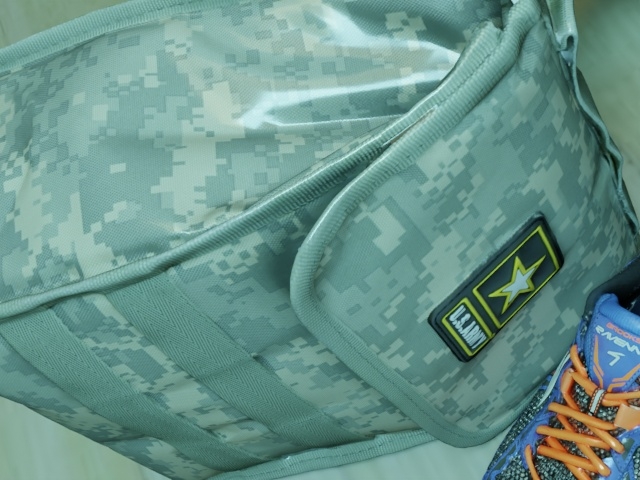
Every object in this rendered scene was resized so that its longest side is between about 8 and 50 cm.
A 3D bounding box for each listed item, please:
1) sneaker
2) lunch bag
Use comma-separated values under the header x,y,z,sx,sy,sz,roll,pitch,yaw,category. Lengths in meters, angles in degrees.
x,y,z,sx,sy,sz,roll,pitch,yaw,category
0.135,0.063,0.480,0.083,0.087,0.221,29,78,37,sneaker
0.000,0.000,0.493,0.287,0.235,0.168,-17,57,19,lunch bag
